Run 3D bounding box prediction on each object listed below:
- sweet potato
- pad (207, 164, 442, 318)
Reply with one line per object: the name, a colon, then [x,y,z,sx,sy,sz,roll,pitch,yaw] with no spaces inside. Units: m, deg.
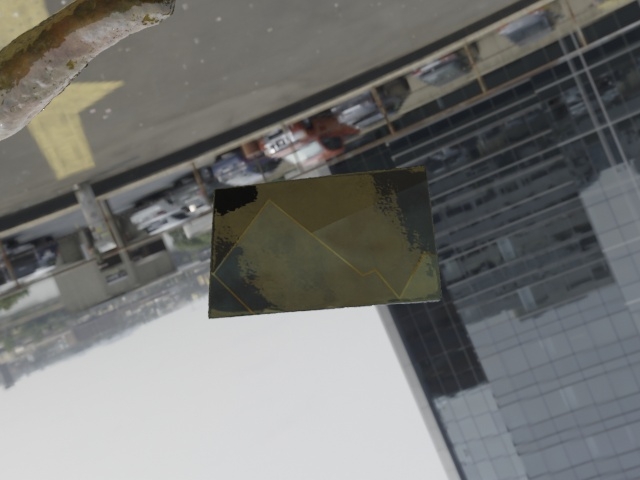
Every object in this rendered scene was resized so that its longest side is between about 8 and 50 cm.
sweet potato: [-0.264,-0.188,0.753,0.273,0.075,0.075,-32,178,11]
pad: [0.000,0.000,0.794,0.243,0.163,0.004,-6,152,5]
